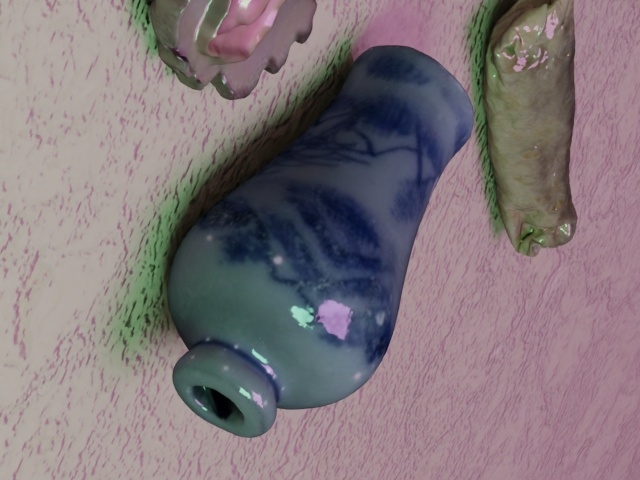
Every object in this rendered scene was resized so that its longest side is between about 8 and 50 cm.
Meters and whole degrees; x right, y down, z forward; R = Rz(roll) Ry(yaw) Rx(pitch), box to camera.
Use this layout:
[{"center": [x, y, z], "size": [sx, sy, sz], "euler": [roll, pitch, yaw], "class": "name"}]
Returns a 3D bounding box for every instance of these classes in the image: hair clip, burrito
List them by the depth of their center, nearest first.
[{"center": [0.017, -0.202, 1.039], "size": [0.300, 0.069, 0.173], "euler": [-45, 159, 20], "class": "hair clip"}, {"center": [0.161, -0.087, 1.462], "size": [0.082, 0.059, 0.275], "euler": [-43, 148, -21], "class": "burrito"}]

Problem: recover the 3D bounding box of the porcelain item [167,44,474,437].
[{"center": [0.000, 0.000, 1.178], "size": [0.259, 0.141, 0.141], "euler": [-58, 155, -31], "class": "porcelain item"}]
